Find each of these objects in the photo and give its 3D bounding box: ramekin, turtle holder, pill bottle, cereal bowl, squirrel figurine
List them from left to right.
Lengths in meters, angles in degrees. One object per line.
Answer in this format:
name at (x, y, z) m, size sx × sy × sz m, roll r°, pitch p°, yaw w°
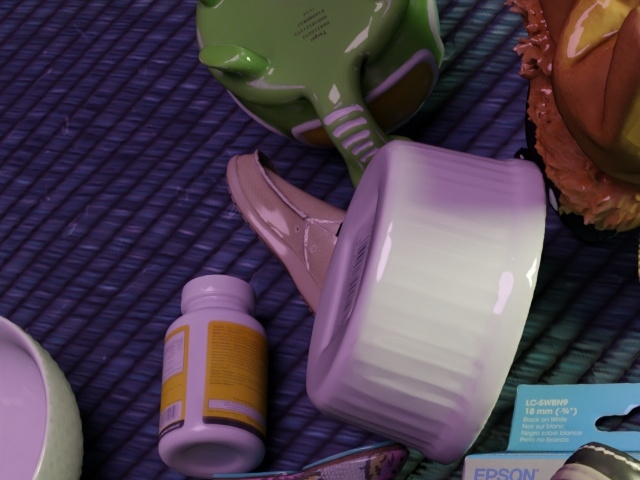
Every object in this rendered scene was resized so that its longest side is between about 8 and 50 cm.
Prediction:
cereal bowl at (-0.375, 0.244, 1.956) m, size 0.339 × 0.141 × 0.339 m, roll -15°, pitch 55°, yaw 23°
pill bottle at (-0.102, 0.130, 1.884) m, size 0.103 × 0.103 × 0.184 m, roll -15°, pitch 55°, yaw 24°
turtle holder at (0.028, -0.198, 1.931) m, size 0.243 × 0.227 × 0.320 m, roll -50°, pitch 49°, yaw -6°
ramekin at (0.085, 0.046, 1.697) m, size 0.135 × 0.277 × 0.277 m, roll 17°, pitch 64°, yaw -7°
squirrel figurine at (0.242, -0.226, 1.627) m, size 0.281 × 0.397 × 0.370 m, roll -20°, pitch 64°, yaw -21°

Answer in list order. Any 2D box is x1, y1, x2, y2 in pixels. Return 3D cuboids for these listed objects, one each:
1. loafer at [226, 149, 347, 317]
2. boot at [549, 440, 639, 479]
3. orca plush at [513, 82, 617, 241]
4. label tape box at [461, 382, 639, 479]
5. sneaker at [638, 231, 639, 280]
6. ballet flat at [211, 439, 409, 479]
loafer at (0.000, 0.000, 1.913) m, size 0.092 × 0.102 × 0.268 m, roll -39°, pitch 58°, yaw 3°
boot at (0.373, 0.182, 1.432) m, size 0.377 × 0.138 × 0.284 m, roll 32°, pitch 71°, yaw -4°
orca plush at (0.247, -0.145, 1.843) m, size 0.151 × 0.102 × 0.287 m, roll 0°, pitch 61°, yaw 32°
label tape box at (0.234, 0.247, 1.589) m, size 0.241 × 0.106 × 0.333 m, roll -3°, pitch 60°, yaw 25°
sneaker at (0.330, -0.019, 1.744) m, size 0.084 × 0.069 × 0.185 m, roll 0°, pitch 61°, yaw 13°
ballet flat at (-0.010, 0.239, 1.787) m, size 0.221 × 0.077 × 0.079 m, roll -15°, pitch 73°, yaw 29°
